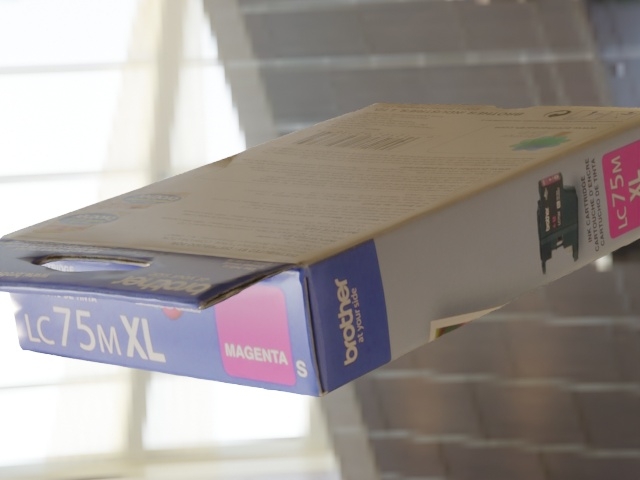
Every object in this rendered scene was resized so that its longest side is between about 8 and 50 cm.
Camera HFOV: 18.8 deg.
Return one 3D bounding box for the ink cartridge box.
[{"bbox_3d":[0.000,0.000,0.844,0.185,0.065,0.311,4,-163,42],"label":"ink cartridge box"}]
